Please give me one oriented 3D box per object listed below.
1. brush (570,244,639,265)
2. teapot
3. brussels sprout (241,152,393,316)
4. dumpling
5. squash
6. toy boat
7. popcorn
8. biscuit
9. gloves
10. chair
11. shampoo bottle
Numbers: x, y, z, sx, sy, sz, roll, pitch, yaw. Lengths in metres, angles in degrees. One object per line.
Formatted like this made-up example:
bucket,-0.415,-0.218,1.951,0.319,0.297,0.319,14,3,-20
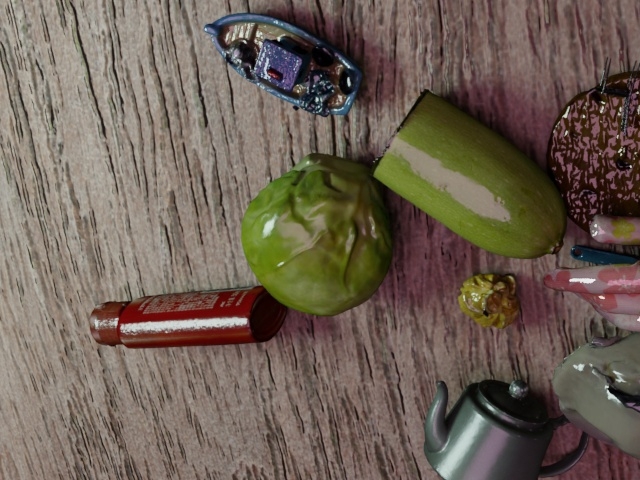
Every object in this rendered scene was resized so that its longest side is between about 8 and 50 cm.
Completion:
brush,0.393,0.030,1.083,0.164,0.014,0.051,13,119,20
teapot,0.250,0.253,1.174,0.239,0.162,0.149,18,107,-11
brussels sprout,0.000,0.000,1.163,0.223,0.161,0.223,14,122,24
dumpling,0.429,0.215,1.063,0.293,0.163,0.205,9,110,8
squash,0.193,-0.067,1.070,0.247,0.132,0.132,36,120,6
toy boat,-0.052,-0.231,1.131,0.223,0.097,0.100,27,116,11
popcorn,0.221,0.084,1.146,0.084,0.084,0.084,9,114,21
biscuit,0.371,-0.093,1.030,0.212,0.036,0.212,9,115,21
gloves,0.385,0.051,1.009,0.241,0.126,0.145,-8,135,7
chair,0.330,-0.161,0.979,0.042,0.037,0.086,6,107,10
shampoo bottle,-0.209,0.120,1.331,0.314,0.118,0.076,-7,112,26
